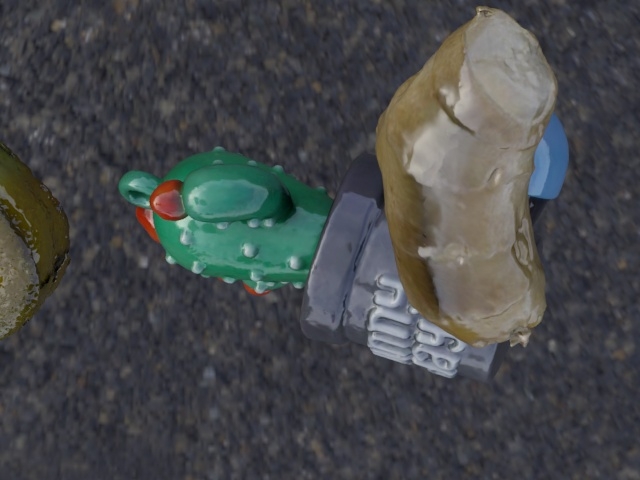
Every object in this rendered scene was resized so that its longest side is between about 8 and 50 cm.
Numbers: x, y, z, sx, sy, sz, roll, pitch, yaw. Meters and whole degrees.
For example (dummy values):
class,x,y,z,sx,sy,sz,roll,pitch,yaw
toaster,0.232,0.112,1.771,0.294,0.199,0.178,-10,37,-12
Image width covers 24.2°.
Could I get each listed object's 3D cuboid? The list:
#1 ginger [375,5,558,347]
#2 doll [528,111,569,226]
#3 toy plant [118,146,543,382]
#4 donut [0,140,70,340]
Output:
class,x,y,z,sx,sy,sz,roll,pitch,yaw
ginger,0.074,-0.026,0.747,0.095,0.069,0.190,-2,119,13
doll,0.165,-0.046,1.633,0.177,0.141,0.314,14,111,-38
toy plant,-0.003,0.000,1.408,0.400,0.279,0.185,19,98,13
donut,-0.399,0.004,1.569,0.272,0.107,0.272,-2,120,-3
